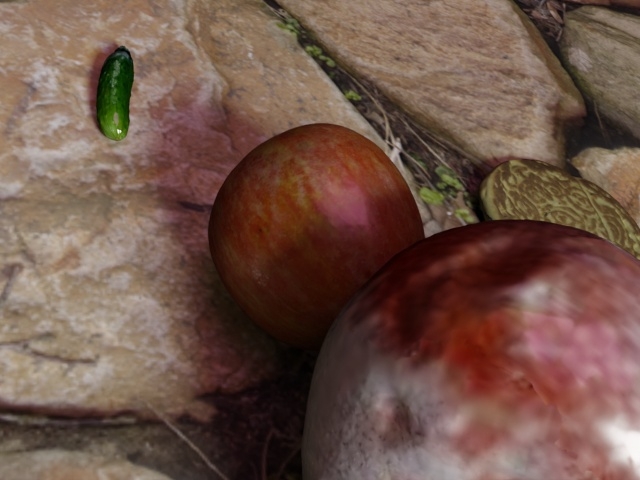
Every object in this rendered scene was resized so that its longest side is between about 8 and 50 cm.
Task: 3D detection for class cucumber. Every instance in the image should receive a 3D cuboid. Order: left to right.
[{"bbox_3d":[-0.219,-0.165,0.798,0.037,0.037,0.155,9,49,-20],"label":"cucumber"}]

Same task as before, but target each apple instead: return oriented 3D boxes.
[{"bbox_3d":[0.000,0.000,0.658,0.188,0.188,0.174,-24,71,-39],"label":"apple"}]

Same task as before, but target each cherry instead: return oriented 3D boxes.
[{"bbox_3d":[0.140,0.156,0.527,0.291,0.335,0.326,3,72,24],"label":"cherry"}]

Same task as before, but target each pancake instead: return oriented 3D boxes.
[{"bbox_3d":[0.305,-0.015,0.930,0.250,0.031,0.250,14,47,-16],"label":"pancake"}]
